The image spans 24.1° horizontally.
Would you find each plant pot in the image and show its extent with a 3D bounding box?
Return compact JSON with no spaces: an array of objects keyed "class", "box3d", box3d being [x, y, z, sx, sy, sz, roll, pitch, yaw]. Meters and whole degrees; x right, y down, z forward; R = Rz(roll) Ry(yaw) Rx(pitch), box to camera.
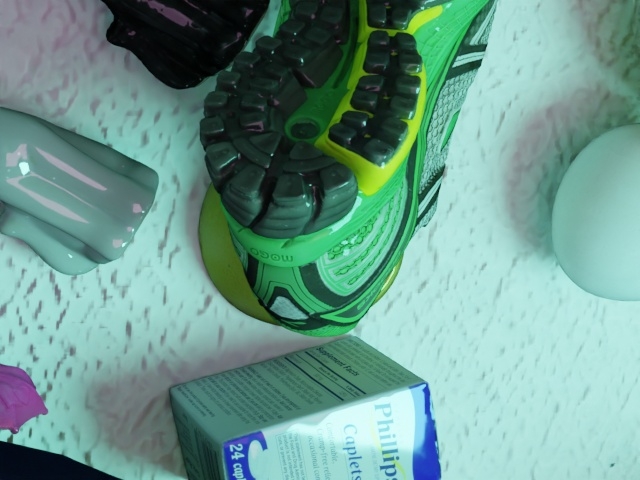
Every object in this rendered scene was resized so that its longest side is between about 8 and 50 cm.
[{"class":"plant pot","box3d":[0.000,0.000,0.946,0.134,0.095,0.134,-4,103,-19]}]

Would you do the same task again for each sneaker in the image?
[{"class":"sneaker","box3d":[0.023,-0.090,0.867,0.146,0.134,0.343,88,23,-44]}]

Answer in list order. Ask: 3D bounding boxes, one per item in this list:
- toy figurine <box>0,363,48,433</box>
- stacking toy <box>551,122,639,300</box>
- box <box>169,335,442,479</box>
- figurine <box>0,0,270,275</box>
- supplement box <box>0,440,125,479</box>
[{"class":"toy figurine","box3d":[-0.207,0.150,0.910,0.173,0.130,0.159,-26,97,12]},{"class":"stacking toy","box3d":[0.333,-0.146,0.979,0.350,0.350,0.480,36,106,-23]},{"class":"box","box3d":[-0.011,0.123,0.951,0.137,0.126,0.072,-15,105,-17]},{"class":"figurine","box3d":[-0.171,-0.112,0.871,0.209,0.092,0.215,30,90,-16]},{"class":"supplement box","box3d":[-0.177,0.280,0.705,0.195,0.194,0.356,24,80,-49]}]
